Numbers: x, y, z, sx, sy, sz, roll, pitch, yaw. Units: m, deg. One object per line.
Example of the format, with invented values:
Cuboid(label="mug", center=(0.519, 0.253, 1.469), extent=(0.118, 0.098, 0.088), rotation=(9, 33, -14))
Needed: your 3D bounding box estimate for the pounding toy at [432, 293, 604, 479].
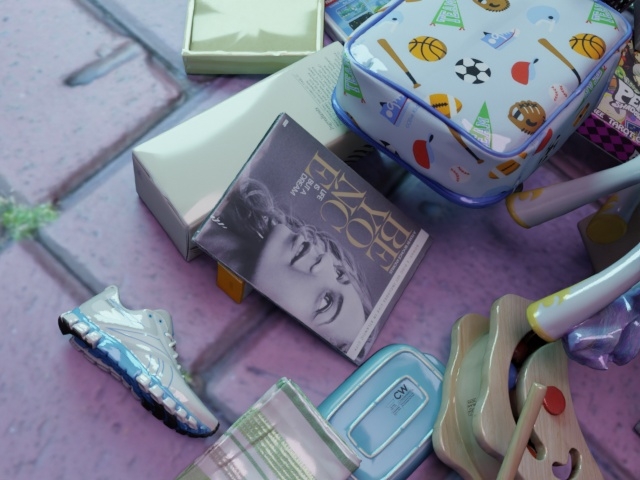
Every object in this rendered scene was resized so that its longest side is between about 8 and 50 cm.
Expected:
Cuboid(label="pounding toy", center=(0.213, 0.171, 0.771), extent=(0.154, 0.155, 0.270), rotation=(28, 56, -17))

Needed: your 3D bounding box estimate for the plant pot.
Cuboid(label="plant pot", center=(0.377, 0.000, 0.923), extent=(0.109, 0.096, 0.109), rotation=(-7, 67, -14))

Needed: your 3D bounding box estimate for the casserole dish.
Cuboid(label="casserole dish", center=(0.065, 0.180, 0.822), extent=(0.188, 0.037, 0.114), rotation=(-40, 78, -24))

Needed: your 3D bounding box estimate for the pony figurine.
Cuboid(label="pony figurine", center=(0.346, -0.039, 0.709), extent=(0.302, 0.363, 0.351), rotation=(36, 32, -20))

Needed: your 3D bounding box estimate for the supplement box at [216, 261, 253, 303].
Cuboid(label="supplement box", center=(-0.065, 0.013, 0.861), extent=(0.036, 0.062, 0.098), rotation=(40, 65, 11))

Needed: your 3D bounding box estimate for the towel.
Cuboid(label="towel", center=(-0.052, 0.219, 0.769), extent=(0.152, 0.023, 0.113), rotation=(-42, 76, -7))

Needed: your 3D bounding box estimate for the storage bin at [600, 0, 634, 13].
Cuboid(label="storage bin", center=(0.323, -0.310, 1.000), extent=(0.084, 0.180, 0.122), rotation=(55, 26, 15))

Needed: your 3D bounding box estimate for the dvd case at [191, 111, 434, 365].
Cuboid(label="dvd case", center=(0.000, 0.000, 0.841), extent=(0.221, 0.018, 0.165), rotation=(39, 72, -19))

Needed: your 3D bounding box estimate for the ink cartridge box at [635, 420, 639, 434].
Cuboid(label="ink cartridge box", center=(0.503, 0.116, 0.821), extent=(0.307, 0.223, 0.129), rotation=(-38, 77, -22))

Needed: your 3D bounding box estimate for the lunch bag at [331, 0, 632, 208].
Cuboid(label="lunch bag", center=(0.169, -0.192, 0.869), extent=(0.243, 0.115, 0.303), rotation=(36, 58, 18))

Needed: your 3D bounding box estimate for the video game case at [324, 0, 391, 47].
Cuboid(label="video game case", center=(0.145, -0.247, 1.036), extent=(0.204, 0.025, 0.285), rotation=(-34, 75, -21))

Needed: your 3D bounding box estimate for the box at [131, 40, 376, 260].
Cuboid(label="box", center=(-0.061, -0.101, 0.896), extent=(0.275, 0.094, 0.113), rotation=(-31, 74, -21))

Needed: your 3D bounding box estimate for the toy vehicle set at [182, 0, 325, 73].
Cuboid(label="toy vehicle set", center=(-0.075, -0.326, 1.013), extent=(0.165, 0.035, 0.267), rotation=(1, 65, 2))

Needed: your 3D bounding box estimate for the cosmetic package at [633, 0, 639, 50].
Cuboid(label="cosmetic package", center=(0.488, -0.331, 1.064), extent=(0.127, 0.107, 0.238), rotation=(19, 54, -6))

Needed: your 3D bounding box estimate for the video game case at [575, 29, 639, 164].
Cuboid(label="video game case", center=(0.425, -0.151, 1.002), extent=(0.232, 0.042, 0.210), rotation=(35, 51, 4))

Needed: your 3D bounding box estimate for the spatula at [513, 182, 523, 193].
Cuboid(label="spatula", center=(0.175, -0.180, 0.979), extent=(0.084, 0.030, 0.297), rotation=(-14, 69, -17))

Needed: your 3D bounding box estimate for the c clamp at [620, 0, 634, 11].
Cuboid(label="c clamp", center=(0.413, -0.312, 1.112), extent=(0.160, 0.022, 0.137), rotation=(34, 66, 6))

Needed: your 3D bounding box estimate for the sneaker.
Cuboid(label="sneaker", center=(-0.162, 0.112, 0.798), extent=(0.190, 0.071, 0.083), rotation=(40, 60, 9))
